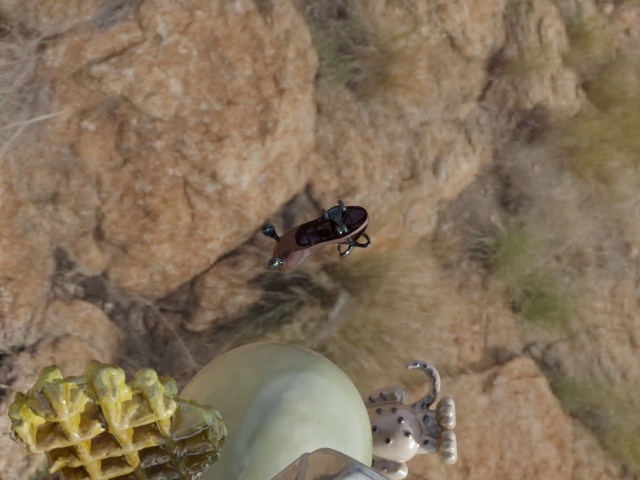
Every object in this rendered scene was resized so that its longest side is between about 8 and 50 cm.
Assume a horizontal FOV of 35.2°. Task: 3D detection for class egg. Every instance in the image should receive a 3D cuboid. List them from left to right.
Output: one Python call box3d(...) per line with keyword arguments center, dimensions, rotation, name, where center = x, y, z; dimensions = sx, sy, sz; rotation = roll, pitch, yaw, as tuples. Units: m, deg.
box3d(center=(-0.054, 0.219, 1.056), dimensions=(0.219, 0.219, 0.269), rotation=(-47, 156, -32), name="egg")

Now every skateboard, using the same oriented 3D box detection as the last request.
box3d(center=(0.000, 0.000, 1.370), dimensions=(0.080, 0.151, 0.067), rotation=(55, 18, -53), name="skateboard")

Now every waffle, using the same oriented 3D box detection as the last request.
box3d(center=(-0.153, 0.146, 0.711), dimensions=(0.192, 0.161, 0.046), rotation=(29, 34, -46), name="waffle")

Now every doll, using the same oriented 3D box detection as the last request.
box3d(center=(0.042, 0.251, 1.339), dimensions=(0.119, 0.278, 0.154), rotation=(68, 12, -69), name="doll")

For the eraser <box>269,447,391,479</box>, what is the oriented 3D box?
box3d(center=(-0.050, 0.249, 0.748), dimensions=(0.089, 0.352, 0.061), rotation=(33, 34, -17), name="eraser")
